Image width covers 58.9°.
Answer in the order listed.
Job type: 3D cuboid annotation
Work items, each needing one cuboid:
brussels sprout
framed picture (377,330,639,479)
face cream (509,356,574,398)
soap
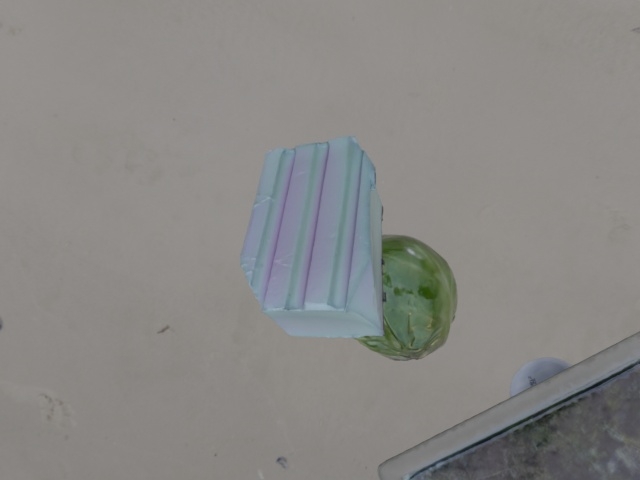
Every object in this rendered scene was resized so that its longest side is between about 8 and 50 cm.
[{"bbox_3d":[0.132,0.100,1.005,0.244,0.244,0.244,1,96,6],"label":"brussels sprout"},{"bbox_3d":[0.179,0.221,0.292,0.240,0.324,0.020,-32,137,15],"label":"framed picture"},{"bbox_3d":[0.232,0.165,0.547,0.091,0.091,0.095,-35,122,8],"label":"face cream"},{"bbox_3d":[0.000,0.000,0.607,0.145,0.091,0.230,-6,52,20],"label":"soap"}]
